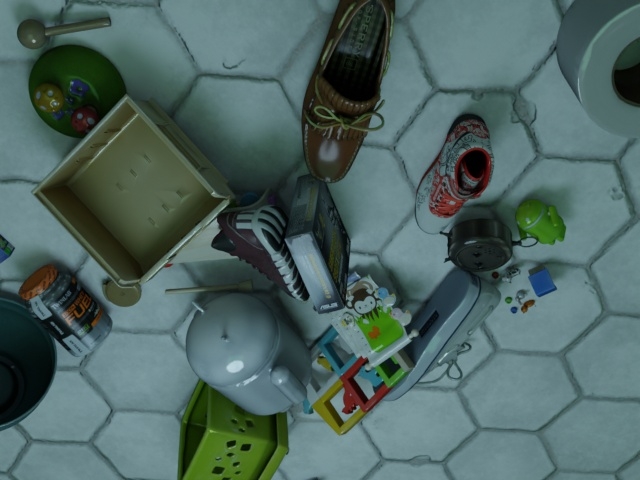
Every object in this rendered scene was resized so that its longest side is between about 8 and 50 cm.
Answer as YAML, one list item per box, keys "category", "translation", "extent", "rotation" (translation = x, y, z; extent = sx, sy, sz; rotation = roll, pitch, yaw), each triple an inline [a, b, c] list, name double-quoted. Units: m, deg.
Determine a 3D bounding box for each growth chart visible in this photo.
- category: "growth chart"
  translation: [0.085, 0.154, 1.745]
  extent: [0.237, 0.021, 0.172]
  rotation: [47, 114, 15]

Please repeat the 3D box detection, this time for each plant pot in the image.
- category: "plant pot"
  translation: [-0.196, 0.445, 1.889]
  extent: [0.207, 0.228, 0.227]
  rotation: [18, 121, -17]
- category: "plant pot"
  translation: [-0.730, 0.294, 1.790]
  extent: [0.293, 0.293, 0.196]
  rotation: [19, 147, -11]

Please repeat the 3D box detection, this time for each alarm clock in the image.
- category: "alarm clock"
  translation: [0.342, 0.012, 1.663]
  extent: [0.192, 0.064, 0.129]
  rotation: [-7, 145, 12]

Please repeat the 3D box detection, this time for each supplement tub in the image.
- category: "supplement tub"
  translation: [-0.547, 0.149, 1.765]
  extent: [0.117, 0.117, 0.190]
  rotation: [-28, 118, 18]

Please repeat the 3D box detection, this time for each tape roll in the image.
- category: "tape roll"
  translation: [0.543, -0.320, 1.412]
  extent: [0.246, 0.169, 0.246]
  rotation: [0, 123, 0]

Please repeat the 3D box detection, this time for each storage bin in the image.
- category: "storage bin"
  translation: [-0.341, -0.087, 1.538]
  extent: [0.262, 0.123, 0.260]
  rotation: [-42, 92, 13]

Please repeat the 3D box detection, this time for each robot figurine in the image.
- category: "robot figurine"
  translation: [-0.150, 0.238, 1.730]
  extent: [0.200, 0.300, 0.353]
  rotation: [-54, 142, -12]
- category: "robot figurine"
  translation: [0.440, -0.038, 1.653]
  extent: [0.115, 0.067, 0.101]
  rotation: [35, 148, -20]

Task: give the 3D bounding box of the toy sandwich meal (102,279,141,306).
- category: "toy sandwich meal"
  translation: [-0.430, 0.109, 1.791]
  extent: [0.085, 0.029, 0.086]
  rotation: [-2, 120, -3]

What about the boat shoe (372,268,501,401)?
- category: "boat shoe"
  translation: [0.267, 0.227, 1.804]
  extent: [0.156, 0.136, 0.367]
  rotation: [23, 114, -25]

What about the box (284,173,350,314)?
- category: "box"
  translation: [0.000, 0.000, 1.591]
  extent: [0.056, 0.231, 0.183]
  rotation: [-14, 120, 14]

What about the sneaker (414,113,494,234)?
- category: "sneaker"
  translation: [0.251, -0.097, 1.574]
  extent: [0.090, 0.145, 0.270]
  rotation: [15, 122, -8]

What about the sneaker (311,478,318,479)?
- category: "sneaker"
  translation: [-0.063, 0.651, 2.089]
  extent: [0.235, 0.094, 0.153]
  rotation: [28, 118, -16]

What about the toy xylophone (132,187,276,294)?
- category: "toy xylophone"
  translation: [-0.242, -0.003, 1.682]
  extent: [0.322, 0.081, 0.236]
  rotation: [2, 123, 0]

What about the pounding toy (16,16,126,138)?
- category: "pounding toy"
  translation: [-0.457, -0.276, 1.496]
  extent: [0.182, 0.110, 0.237]
  rotation: [0, 123, 1]

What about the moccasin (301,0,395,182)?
- category: "moccasin"
  translation: [0.053, -0.266, 1.469]
  extent: [0.139, 0.147, 0.380]
  rotation: [17, 121, -9]

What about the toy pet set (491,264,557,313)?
- category: "toy pet set"
  translation: [0.441, 0.110, 1.748]
  extent: [0.114, 0.065, 0.122]
  rotation: [-26, 119, 17]

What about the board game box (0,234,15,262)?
- category: "board game box"
  translation: [-0.769, 0.028, 1.741]
  extent: [0.201, 0.035, 0.136]
  rotation: [-31, 117, 19]

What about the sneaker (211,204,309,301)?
- category: "sneaker"
  translation: [-0.117, 0.019, 1.608]
  extent: [0.162, 0.106, 0.281]
  rotation: [4, 147, 23]

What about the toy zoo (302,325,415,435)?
- category: "toy zoo"
  translation: [0.056, 0.294, 1.819]
  extent: [0.030, 0.192, 0.293]
  rotation: [0, 137, -53]
